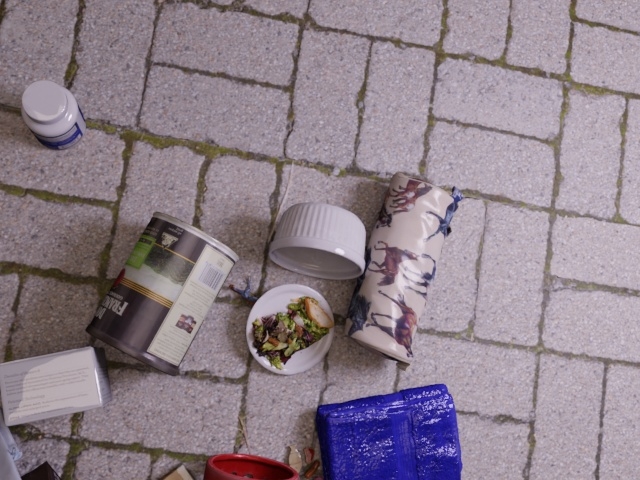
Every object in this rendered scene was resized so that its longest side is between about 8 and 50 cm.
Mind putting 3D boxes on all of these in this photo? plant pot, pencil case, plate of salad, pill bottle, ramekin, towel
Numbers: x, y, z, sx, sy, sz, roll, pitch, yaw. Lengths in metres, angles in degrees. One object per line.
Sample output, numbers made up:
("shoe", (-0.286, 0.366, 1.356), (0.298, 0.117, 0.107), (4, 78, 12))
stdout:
("plant pot", (-0.150, 0.537, 1.522), (0.191, 0.191, 0.174), (11, 90, -8))
("pencil case", (0.182, 0.067, 1.653), (0.184, 0.160, 0.410), (22, 79, -18))
("plate of salad", (-0.061, 0.194, 1.636), (0.200, 0.048, 0.199), (-1, 94, -19))
("pill bottle", (-0.553, -0.260, 1.561), (0.112, 0.187, 0.111), (1, 81, -10))
("ramekin", (0.000, 0.000, 1.614), (0.207, 0.207, 0.109), (14, 71, -7))
("towel", (0.153, 0.443, 1.634), (0.309, 0.076, 0.227), (-7, 83, -13))

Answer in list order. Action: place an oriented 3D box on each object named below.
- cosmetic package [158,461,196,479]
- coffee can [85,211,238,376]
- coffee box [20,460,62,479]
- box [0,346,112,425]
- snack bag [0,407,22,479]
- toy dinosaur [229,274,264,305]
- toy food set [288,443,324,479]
("cosmetic package", (-0.316, 0.519, 1.566), (0.115, 0.041, 0.060), (-37, 90, -13))
("coffee can", (-0.318, 0.109, 1.543), (0.202, 0.201, 0.275), (29, 78, -5))
("coffee box", (-0.473, 0.584, 1.411), (0.119, 0.168, 0.297), (-33, 113, -13))
("box", (-0.518, 0.283, 1.493), (0.182, 0.181, 0.119), (-10, 83, -10))
("snack bag", (-0.684, 0.493, 1.385), (0.323, 0.343, 0.037), (-42, 127, -14))
("toy dinosaur", (-0.161, 0.122, 1.651), (0.082, 0.047, 0.090), (5, 92, 9))
("toy food set", (-0.030, 0.501, 1.630), (0.078, 0.019, 0.122), (0, 74, -10))
